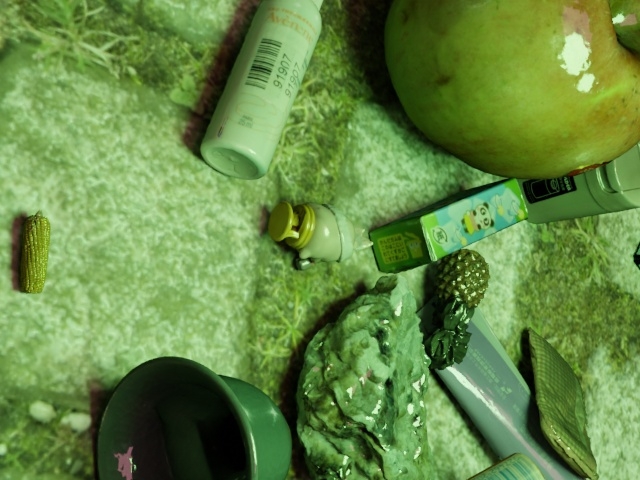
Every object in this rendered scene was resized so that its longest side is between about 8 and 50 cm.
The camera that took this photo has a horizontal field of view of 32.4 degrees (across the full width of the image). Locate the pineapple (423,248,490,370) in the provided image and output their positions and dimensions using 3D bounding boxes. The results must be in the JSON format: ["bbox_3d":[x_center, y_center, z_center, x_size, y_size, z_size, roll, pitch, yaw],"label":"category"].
[{"bbox_3d":[0.166,0.089,1.377,0.074,0.074,0.159,38,53,-28],"label":"pineapple"}]

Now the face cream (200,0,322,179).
[{"bbox_3d":[-0.056,-0.200,1.253,0.082,0.082,0.269,33,64,-31],"label":"face cream"}]

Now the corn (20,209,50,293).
[{"bbox_3d":[-0.279,0.011,1.073,0.027,0.028,0.083,11,80,-43],"label":"corn"}]

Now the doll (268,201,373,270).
[{"bbox_3d":[0.000,0.000,1.281,0.127,0.073,0.084,15,107,-33],"label":"doll"}]

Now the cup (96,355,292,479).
[{"bbox_3d":[-0.101,0.210,1.104,0.150,0.199,0.199,2,81,-56],"label":"cup"}]

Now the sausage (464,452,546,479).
[{"bbox_3d":[0.119,0.353,1.258,0.312,0.093,0.093,-24,99,-19],"label":"sausage"}]

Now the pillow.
[{"bbox_3d":[0.323,0.219,1.469,0.135,0.034,0.211,47,25,-27],"label":"pillow"}]

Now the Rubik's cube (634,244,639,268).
[{"bbox_3d":[0.612,0.020,1.710,0.160,0.163,0.162,47,61,-23],"label":"Rubik's cube"}]

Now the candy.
[{"bbox_3d":[0.164,-0.019,1.392,0.194,0.097,0.062,-22,94,-40],"label":"candy"}]

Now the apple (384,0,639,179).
[{"bbox_3d":[0.249,-0.228,1.365,0.338,0.305,0.338,24,57,-45],"label":"apple"}]

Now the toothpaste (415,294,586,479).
[{"bbox_3d":[0.247,0.226,1.437,0.125,0.080,0.371,-40,102,-37],"label":"toothpaste"}]

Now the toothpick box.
[{"bbox_3d":[0.361,-0.086,1.507,0.111,0.181,0.111,7,79,-38],"label":"toothpick box"}]

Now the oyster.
[{"bbox_3d":[0.060,0.184,1.266,0.198,0.112,0.267,-15,89,-40],"label":"oyster"}]
